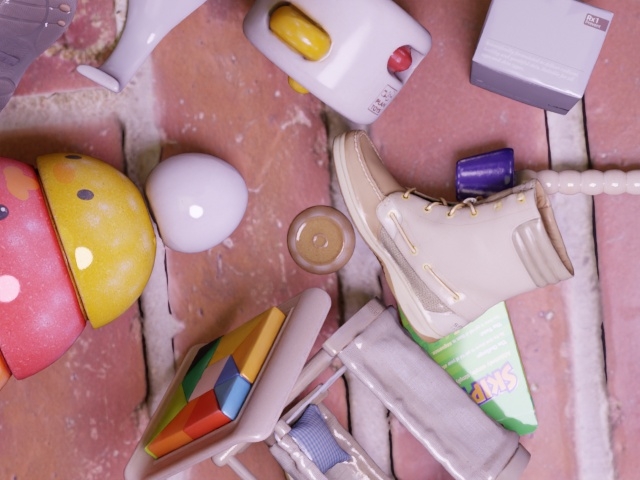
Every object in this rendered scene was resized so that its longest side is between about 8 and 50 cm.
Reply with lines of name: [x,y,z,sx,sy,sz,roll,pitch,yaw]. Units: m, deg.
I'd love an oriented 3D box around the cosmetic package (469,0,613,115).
cosmetic package: [0.235,-0.208,1.583,0.127,0.238,0.107,20,95,7]

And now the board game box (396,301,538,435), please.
board game box: [0.165,0.113,1.710,0.124,0.039,0.260,-15,88,9]

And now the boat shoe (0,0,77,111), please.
boat shoe: [-0.421,-0.229,1.743,0.324,0.123,0.116,-39,54,16]

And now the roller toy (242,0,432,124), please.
roller toy: [0.015,-0.226,1.633,0.191,0.209,0.146,34,99,-24]

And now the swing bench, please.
swing bench: [0.062,0.236,1.623,0.255,0.165,0.253,-45,85,2]

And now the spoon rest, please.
spoon rest: [-0.194,-0.298,1.727,0.137,0.084,0.276,29,83,4]

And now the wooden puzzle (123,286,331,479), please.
wooden puzzle: [-0.110,0.160,1.619,0.044,0.221,0.238,45,136,-20]

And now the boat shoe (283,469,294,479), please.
boat shoe: [-0.006,0.299,1.731,0.049,0.056,0.152,-22,90,13]

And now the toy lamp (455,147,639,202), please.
toy lamp: [0.292,-0.069,1.665,0.274,0.080,0.080,-1,93,5]

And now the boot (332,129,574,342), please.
boot: [0.146,-0.036,1.618,0.203,0.095,0.262,-26,93,25]

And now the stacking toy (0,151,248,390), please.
stacking toy: [-0.315,0.004,1.678,0.479,0.350,0.351,-21,90,-11]

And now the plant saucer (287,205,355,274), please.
plant saucer: [0.000,0.000,1.736,0.083,0.015,0.083,0,93,8]
